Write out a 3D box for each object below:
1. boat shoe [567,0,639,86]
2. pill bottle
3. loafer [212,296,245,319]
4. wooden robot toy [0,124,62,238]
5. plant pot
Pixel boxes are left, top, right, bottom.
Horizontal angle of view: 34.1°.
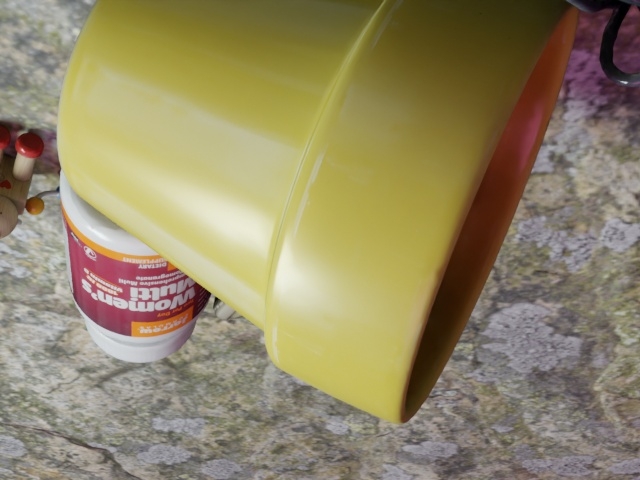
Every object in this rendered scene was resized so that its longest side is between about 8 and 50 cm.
[{"bbox_3d":[0.187,-0.156,0.470,0.500,0.186,0.156,9,152,-2],"label":"boat shoe"},{"bbox_3d":[-0.143,0.008,0.837,0.121,0.121,0.221,7,148,-6],"label":"pill bottle"},{"bbox_3d":[0.000,0.000,0.829,0.092,0.102,0.268,25,142,-21],"label":"loafer"},{"bbox_3d":[-0.259,-0.040,0.811,0.173,0.079,0.076,12,147,-15],"label":"wooden robot toy"},{"bbox_3d":[-0.008,-0.057,0.605,0.239,0.254,0.254,23,151,13],"label":"plant pot"}]
